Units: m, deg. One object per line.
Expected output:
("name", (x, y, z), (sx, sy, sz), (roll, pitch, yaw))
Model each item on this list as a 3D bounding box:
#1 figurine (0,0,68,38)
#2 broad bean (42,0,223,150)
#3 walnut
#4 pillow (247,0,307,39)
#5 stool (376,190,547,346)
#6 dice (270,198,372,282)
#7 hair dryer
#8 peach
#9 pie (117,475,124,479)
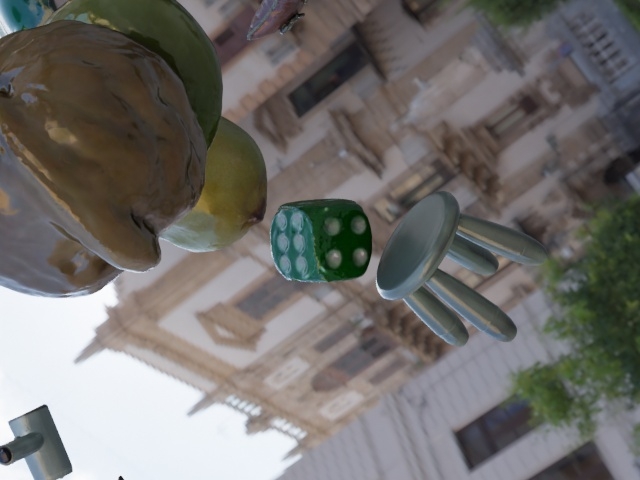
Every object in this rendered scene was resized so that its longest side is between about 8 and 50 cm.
("figurine", (-0.386, -0.356, 1.641), (0.323, 0.231, 0.340), (43, 158, -17))
("broad bean", (-0.235, -0.168, 1.295), (0.238, 0.291, 0.119), (19, -145, 3))
("walnut", (-0.262, -0.078, 1.121), (0.285, 0.296, 0.285), (46, 176, 5))
("pillow", (-0.052, -0.454, 2.000), (0.075, 0.179, 0.171), (36, -144, 2))
("stool", (0.221, 0.046, 1.735), (0.199, 0.195, 0.195), (29, 161, -17))
("dice", (0.000, 0.000, 1.747), (0.120, 0.131, 0.128), (-8, -80, -37))
("hair dryer", (-0.482, 0.349, 1.795), (0.236, 0.073, 0.131), (93, 152, -85))
("peach", (-0.269, -0.136, 2.302), (0.316, 0.281, 0.314), (13, 148, 39))
("pie", (-0.318, 0.458, 1.634), (0.191, 0.033, 0.088), (-82, -16, -49))
